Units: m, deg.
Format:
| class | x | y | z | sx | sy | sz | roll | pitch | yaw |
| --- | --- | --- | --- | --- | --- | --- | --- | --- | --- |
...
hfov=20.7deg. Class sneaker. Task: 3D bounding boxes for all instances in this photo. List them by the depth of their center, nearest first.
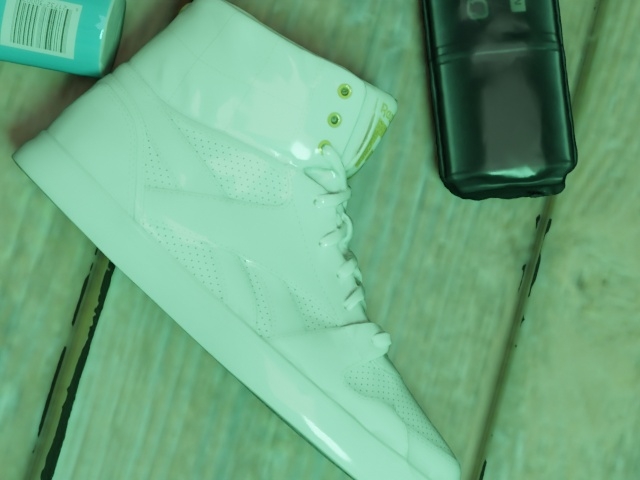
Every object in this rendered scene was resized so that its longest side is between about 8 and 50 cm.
| class | x | y | z | sx | sy | sz | roll | pitch | yaw |
| --- | --- | --- | --- | --- | --- | --- | --- | --- | --- |
| sneaker | 0.000 | 0.000 | 0.911 | 0.292 | 0.108 | 0.169 | 44 | 83 | 3 |

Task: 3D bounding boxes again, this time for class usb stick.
| class | x | y | z | sx | sy | sz | roll | pitch | yaw |
| --- | --- | --- | --- | --- | --- | --- | --- | --- | --- |
| usb stick | 0.091 | -0.159 | 0.976 | 0.077 | 0.045 | 0.278 | -6 | 82 | 1 |

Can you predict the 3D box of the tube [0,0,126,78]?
| class | x | y | z | sx | sy | sz | roll | pitch | yaw |
| --- | --- | --- | --- | --- | --- | --- | --- | --- | --- |
| tube | -0.210 | -0.135 | 0.943 | 0.207 | 0.052 | 0.080 | 13 | 76 | 2 |
